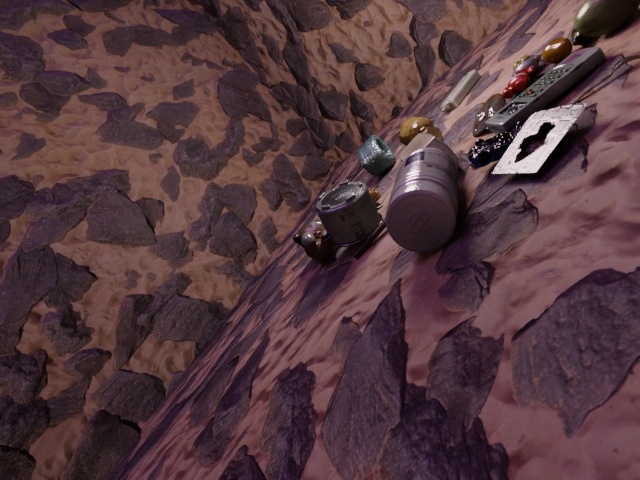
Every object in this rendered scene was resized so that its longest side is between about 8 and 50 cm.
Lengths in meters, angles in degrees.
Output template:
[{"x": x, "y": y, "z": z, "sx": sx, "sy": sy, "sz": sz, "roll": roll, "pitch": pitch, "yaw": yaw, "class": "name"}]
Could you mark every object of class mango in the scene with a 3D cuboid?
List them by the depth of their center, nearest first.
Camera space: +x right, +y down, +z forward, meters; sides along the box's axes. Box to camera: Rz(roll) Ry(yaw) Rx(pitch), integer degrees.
[{"x": 0.826, "y": -0.661, "z": 1.449, "sx": 0.060, "sy": 0.080, "sz": 0.114, "roll": -33, "pitch": 3, "yaw": -10, "class": "mango"}]

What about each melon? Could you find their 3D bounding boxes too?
[{"x": 0.887, "y": -0.716, "z": 1.280, "sx": 0.192, "sy": 0.139, "sz": 0.139, "roll": -30, "pitch": 20, "yaw": 49, "class": "melon"}]

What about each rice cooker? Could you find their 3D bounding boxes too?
[{"x": 0.117, "y": -0.098, "z": 1.681, "sx": 0.280, "sy": 0.227, "sz": 0.241, "roll": -33, "pitch": 26, "yaw": -10, "class": "rice cooker"}]

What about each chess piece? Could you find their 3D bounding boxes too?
[{"x": 0.484, "y": -0.452, "z": 1.950, "sx": 0.094, "sy": 0.094, "sz": 0.170, "roll": -52, "pitch": 6, "yaw": -28, "class": "chess piece"}]

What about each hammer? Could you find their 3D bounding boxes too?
[{"x": 0.249, "y": -0.071, "z": 1.554, "sx": 0.365, "sy": 0.043, "sz": 0.111, "roll": -49, "pitch": -8, "yaw": 9, "class": "hammer"}]

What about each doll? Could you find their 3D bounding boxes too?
[{"x": 0.768, "y": -0.634, "z": 1.580, "sx": 0.245, "sy": 0.076, "sz": 0.142, "roll": -57, "pitch": 13, "yaw": -27, "class": "doll"}, {"x": 0.000, "y": 0.000, "z": 1.933, "sx": 0.234, "sy": 0.175, "sz": 0.330, "roll": -14, "pitch": 18, "yaw": 2, "class": "doll"}]

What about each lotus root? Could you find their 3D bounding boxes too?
[{"x": 0.485, "y": -0.557, "z": 2.139, "sx": 0.160, "sy": 0.146, "sz": 0.284, "roll": -26, "pitch": 19, "yaw": -1, "class": "lotus root"}]

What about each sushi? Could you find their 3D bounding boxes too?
[{"x": 0.560, "y": -0.244, "z": 1.062, "sx": 0.210, "sy": 0.040, "sz": 0.192, "roll": -54, "pitch": 15, "yaw": 0, "class": "sushi"}]

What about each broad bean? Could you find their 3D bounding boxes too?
[{"x": 0.928, "y": -0.751, "z": 1.438, "sx": 0.339, "sy": 0.061, "sz": 0.077, "roll": -52, "pitch": 21, "yaw": -22, "class": "broad bean"}]

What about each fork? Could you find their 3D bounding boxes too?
[{"x": 0.725, "y": -0.413, "z": 1.098, "sx": 0.219, "sy": 0.028, "sz": 0.034, "roll": -36, "pitch": 19, "yaw": 40, "class": "fork"}]

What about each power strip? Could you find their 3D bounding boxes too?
[{"x": 0.743, "y": -0.790, "z": 2.223, "sx": 0.338, "sy": 0.058, "sz": 0.098, "roll": -50, "pitch": 13, "yaw": -22, "class": "power strip"}]

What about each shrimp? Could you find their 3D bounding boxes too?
[{"x": 0.610, "y": -0.436, "z": 1.514, "sx": 0.164, "sy": 0.062, "sz": 0.317, "roll": -59, "pitch": 5, "yaw": 39, "class": "shrimp"}]

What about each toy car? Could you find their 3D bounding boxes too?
[{"x": 0.539, "y": -0.279, "z": 1.212, "sx": 0.216, "sy": 0.063, "sz": 0.103, "roll": -22, "pitch": 27, "yaw": 27, "class": "toy car"}]

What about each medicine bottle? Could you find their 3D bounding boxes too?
[{"x": 0.302, "y": -0.127, "z": 1.213, "sx": 0.190, "sy": 0.190, "sz": 0.332, "roll": -38, "pitch": 14, "yaw": 34, "class": "medicine bottle"}]

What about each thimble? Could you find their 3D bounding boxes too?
[{"x": 0.306, "y": -0.465, "z": 2.308, "sx": 0.143, "sy": 0.198, "sz": 0.235, "roll": -42, "pitch": 6, "yaw": 27, "class": "thimble"}]

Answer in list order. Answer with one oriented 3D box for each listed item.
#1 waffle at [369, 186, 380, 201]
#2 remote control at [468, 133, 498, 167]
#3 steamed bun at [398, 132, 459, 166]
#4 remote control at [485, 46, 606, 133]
[{"x": 0.229, "y": -0.196, "z": 2.054, "sx": 0.148, "sy": 0.042, "sz": 0.102, "roll": -43, "pitch": 11, "yaw": 16, "class": "waffle"}, {"x": 0.578, "y": -0.327, "z": 1.339, "sx": 0.245, "sy": 0.022, "sz": 0.077, "roll": -43, "pitch": 14, "yaw": 9, "class": "remote control"}, {"x": 0.389, "y": -0.279, "z": 1.482, "sx": 0.146, "sy": 0.164, "sz": 0.242, "roll": -46, "pitch": 14, "yaw": 11, "class": "steamed bun"}, {"x": 0.678, "y": -0.454, "z": 1.274, "sx": 0.344, "sy": 0.050, "sz": 0.145, "roll": -39, "pitch": 15, "yaw": 10, "class": "remote control"}]
